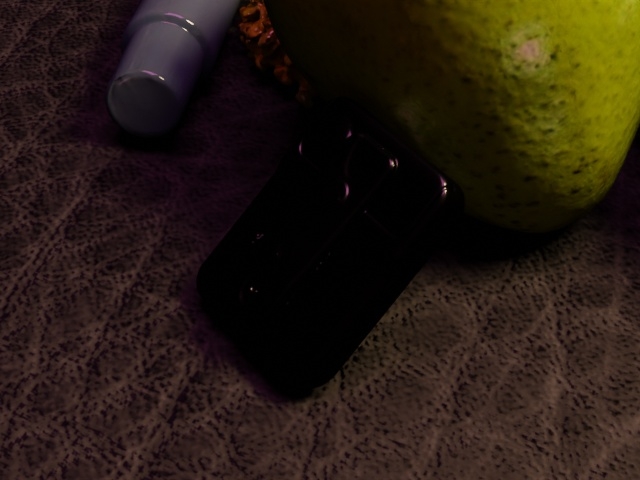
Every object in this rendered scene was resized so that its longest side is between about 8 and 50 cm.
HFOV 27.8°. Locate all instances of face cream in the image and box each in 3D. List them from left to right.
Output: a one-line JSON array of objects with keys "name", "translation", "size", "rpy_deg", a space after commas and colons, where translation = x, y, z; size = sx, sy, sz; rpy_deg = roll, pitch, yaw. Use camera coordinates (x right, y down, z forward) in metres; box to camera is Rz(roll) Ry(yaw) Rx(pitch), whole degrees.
[{"name": "face cream", "translation": [-0.128, -0.228, 1.253], "size": [0.135, 0.086, 0.385], "rpy_deg": [-13, 34, 18]}]

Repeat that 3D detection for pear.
[{"name": "pear", "translation": [0.121, -0.144, 1.043], "size": [0.238, 0.318, 0.342], "rpy_deg": [-39, 20, -16]}]

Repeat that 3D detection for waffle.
[{"name": "waffle", "translation": [0.016, -0.209, 1.258], "size": [0.193, 0.070, 0.197], "rpy_deg": [-11, 43, -19]}]

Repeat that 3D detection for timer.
[{"name": "timer", "translation": [0.000, 0.000, 0.931], "size": [0.144, 0.187, 0.055], "rpy_deg": [43, 9, 36]}]
